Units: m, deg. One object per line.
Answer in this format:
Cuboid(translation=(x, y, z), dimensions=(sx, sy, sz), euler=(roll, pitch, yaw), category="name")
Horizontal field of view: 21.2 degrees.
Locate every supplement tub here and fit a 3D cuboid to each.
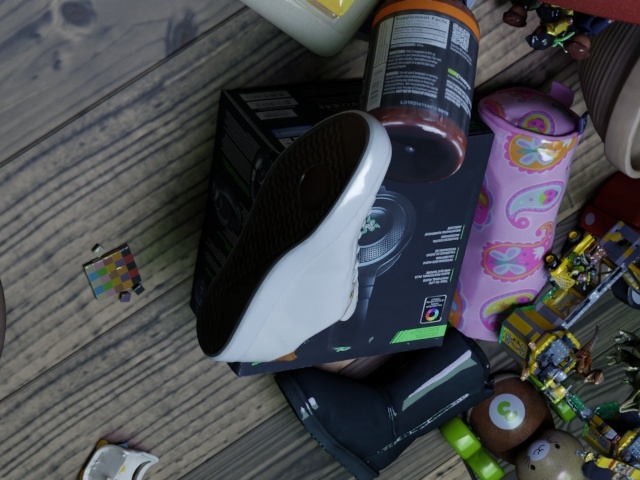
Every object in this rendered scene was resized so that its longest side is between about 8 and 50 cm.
Cuboid(translation=(0.093, -0.158, 1.596), dimensions=(0.106, 0.198, 0.106), euler=(7, 149, 4), category="supplement tub")

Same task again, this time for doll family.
Cuboid(translation=(0.243, -0.231, 1.674), dimensions=(0.076, 0.193, 0.111), euler=(39, 83, -8), category="doll family")

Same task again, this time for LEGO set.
Cuboid(translation=(0.368, 0.145, 1.850), dimensions=(0.255, 0.192, 0.331), euler=(-39, 131, -7), category="LEGO set")

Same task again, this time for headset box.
Cuboid(translation=(0.015, -0.009, 1.733), dimensions=(0.246, 0.131, 0.283), euler=(-6, 126, -28), category="headset box")

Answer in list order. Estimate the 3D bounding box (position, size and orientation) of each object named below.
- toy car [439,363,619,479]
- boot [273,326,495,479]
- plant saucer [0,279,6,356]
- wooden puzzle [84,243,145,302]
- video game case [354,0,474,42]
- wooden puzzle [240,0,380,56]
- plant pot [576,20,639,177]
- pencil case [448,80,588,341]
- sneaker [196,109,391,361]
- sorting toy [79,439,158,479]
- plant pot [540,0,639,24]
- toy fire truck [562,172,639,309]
Cuboid(translation=(0.266, 0.255, 2.052), dimensions=(0.155, 0.188, 0.149), euler=(-40, 135, 0), category="toy car")
Cuboid(translation=(0.079, 0.159, 1.923), dimensions=(0.207, 0.094, 0.246), euler=(-38, 141, 2), category="boot")
Cuboid(translation=(-0.427, 0.102, 1.555), dimensions=(0.311, 0.050, 0.310), euler=(-14, 120, -26), category="plant saucer")
Cuboid(translation=(-0.207, 0.033, 1.710), dimensions=(0.049, 0.006, 0.083), euler=(-27, 133, -13), category="wooden puzzle")
Cuboid(translation=(0.082, -0.274, 1.652), dimensions=(0.201, 0.023, 0.183), euler=(14, 114, -39), category="video game case")
Cuboid(translation=(0.006, -0.303, 1.544), dimensions=(0.221, 0.044, 0.238), euler=(32, 105, -35), category="wooden puzzle")
Cuboid(translation=(0.339, -0.190, 1.740), dimensions=(0.237, 0.110, 0.237), euler=(-43, 156, -24), category="plant pot")
Cuboid(translation=(0.206, -0.030, 1.849), dimensions=(0.124, 0.124, 0.284), euler=(-8, 125, -28), category="pencil case")
Cuboid(translation=(0.000, 0.000, 1.576), dimensions=(0.123, 0.106, 0.290), euler=(11, 129, -35), category="sneaker")
Cuboid(translation=(-0.213, 0.251, 1.849), dimensions=(0.075, 0.045, 0.083), euler=(16, 113, -47), category="sorting toy")
Cuboid(translation=(0.264, -0.351, 1.526), dimensions=(0.267, 0.236, 0.267), euler=(44, 55, -45), category="plant pot")
Cuboid(translation=(0.435, -0.035, 1.986), dimensions=(0.217, 0.158, 0.246), euler=(13, 103, -38), category="toy fire truck")
